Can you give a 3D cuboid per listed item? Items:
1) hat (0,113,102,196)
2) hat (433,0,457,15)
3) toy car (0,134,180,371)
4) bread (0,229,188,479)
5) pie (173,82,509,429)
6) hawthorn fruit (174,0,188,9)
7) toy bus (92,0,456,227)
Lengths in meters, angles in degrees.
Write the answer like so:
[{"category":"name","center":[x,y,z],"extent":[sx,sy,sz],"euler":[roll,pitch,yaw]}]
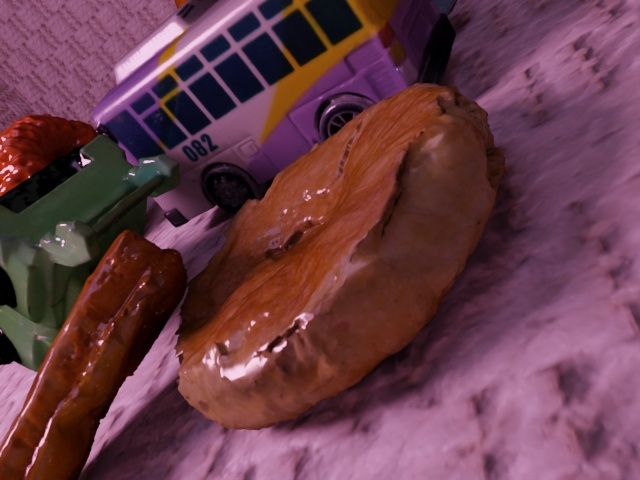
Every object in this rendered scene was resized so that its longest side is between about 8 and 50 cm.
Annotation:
[{"category":"hat","center":[-0.541,-0.047,1.106],"extent":[0.400,0.285,0.285],"euler":[-31,26,31]},{"category":"hat","center":[0.124,-0.317,0.851],"extent":[0.190,0.078,0.138],"euler":[18,69,41]},{"category":"toy car","center":[-0.294,0.029,0.687],"extent":[0.213,0.176,0.359],"euler":[-54,-9,-44]},{"category":"bread","center":[-0.204,0.122,0.491],"extent":[0.271,0.077,0.139],"euler":[-64,13,-16]},{"category":"pie","center":[0.000,0.000,0.473],"extent":[0.339,0.083,0.340],"euler":[-36,24,18]},{"category":"hawthorn fruit","center":[-0.130,-0.626,1.298],"extent":[0.471,0.472,0.472],"euler":[-32,26,18]},{"category":"toy bus","center":[-0.080,-0.206,0.737],"extent":[0.439,0.249,0.209],"euler":[-21,31,36]}]
